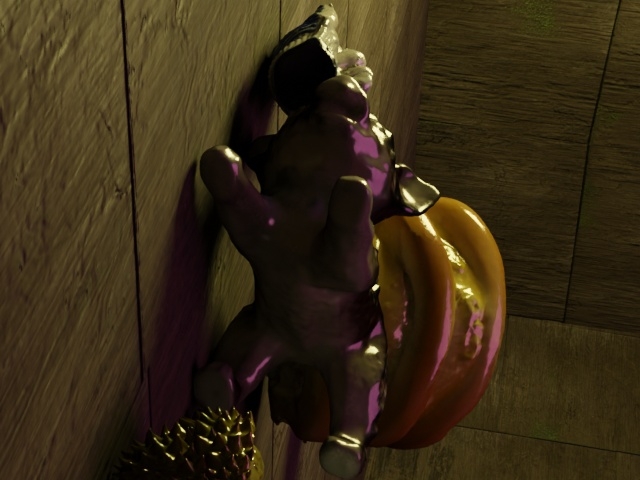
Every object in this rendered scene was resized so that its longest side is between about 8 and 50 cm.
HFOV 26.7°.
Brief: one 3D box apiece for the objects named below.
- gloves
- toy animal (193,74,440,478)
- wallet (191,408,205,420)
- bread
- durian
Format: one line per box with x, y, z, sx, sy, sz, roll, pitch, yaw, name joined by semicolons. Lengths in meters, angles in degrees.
-0.004;-0.182;1.387;0.229;0.097;0.119;-36;130;-71;gloves
0.000;0.000;1.274;0.302;0.194;0.344;-60;160;-58;toy animal
-0.116;0.271;1.261;0.244;0.025;0.124;87;14;-50;wallet
0.076;0.090;1.564;0.211;0.270;0.315;129;-30;-80;bread
-0.111;0.196;0.994;0.208;0.102;0.146;-57;-170;43;durian
